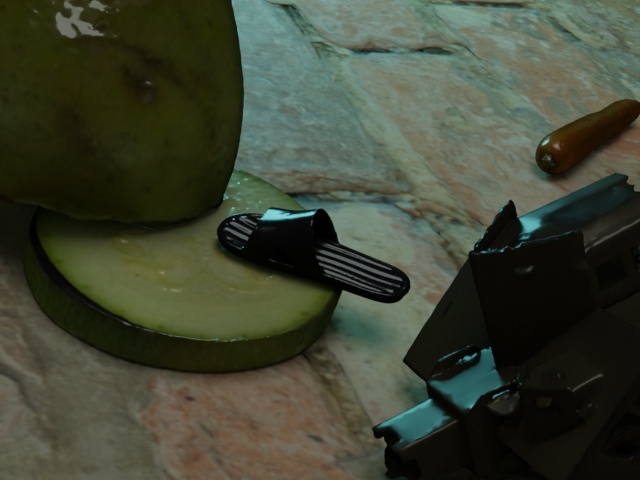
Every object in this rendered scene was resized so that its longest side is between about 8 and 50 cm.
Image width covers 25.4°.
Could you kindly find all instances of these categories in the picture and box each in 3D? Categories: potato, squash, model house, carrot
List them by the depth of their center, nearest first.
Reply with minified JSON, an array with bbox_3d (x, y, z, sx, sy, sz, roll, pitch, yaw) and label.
[{"bbox_3d":[0.145,0.083,1.001,0.243,0.204,0.211,-26,29,-17],"label":"model house"},{"bbox_3d":[-0.169,-0.173,1.127,0.330,0.213,0.280,-7,48,-36],"label":"potato"},{"bbox_3d":[-0.109,0.018,1.134,0.252,0.049,0.252,11,34,-8],"label":"squash"},{"bbox_3d":[0.295,-0.118,1.535,0.043,0.043,0.248,30,32,22],"label":"carrot"}]

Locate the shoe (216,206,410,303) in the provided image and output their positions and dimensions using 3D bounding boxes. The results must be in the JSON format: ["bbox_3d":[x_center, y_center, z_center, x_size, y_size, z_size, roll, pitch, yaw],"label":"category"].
[{"bbox_3d":[0.000,0.000,1.117,0.159,0.053,0.062,22,37,3],"label":"shoe"}]
